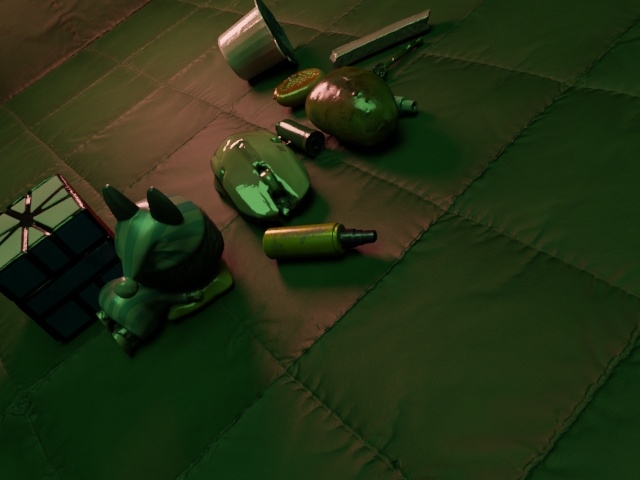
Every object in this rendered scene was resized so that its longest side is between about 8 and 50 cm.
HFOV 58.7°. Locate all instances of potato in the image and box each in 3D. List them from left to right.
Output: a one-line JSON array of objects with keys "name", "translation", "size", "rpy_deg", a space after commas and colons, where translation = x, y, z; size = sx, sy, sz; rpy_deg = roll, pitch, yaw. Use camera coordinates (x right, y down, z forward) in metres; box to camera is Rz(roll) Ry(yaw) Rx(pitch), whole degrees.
[{"name": "potato", "translation": [0.094, -0.367, 1.575], "size": [0.210, 0.173, 0.307], "rpy_deg": [-43, 48, -8]}]

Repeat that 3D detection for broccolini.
[{"name": "broccolini", "translation": [0.229, -0.574, 1.797], "size": [0.254, 0.057, 0.071], "rpy_deg": [-43, 87, -11]}]

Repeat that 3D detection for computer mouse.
[{"name": "computer mouse", "translation": [-0.189, -0.203, 1.587], "size": [0.228, 0.145, 0.429], "rpy_deg": [-33, 43, -9]}]

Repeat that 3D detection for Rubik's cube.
[{"name": "Rubik's cube", "translation": [-0.688, 0.039, 1.504], "size": [0.288, 0.283, 0.293], "rpy_deg": [-39, 40, -11]}]

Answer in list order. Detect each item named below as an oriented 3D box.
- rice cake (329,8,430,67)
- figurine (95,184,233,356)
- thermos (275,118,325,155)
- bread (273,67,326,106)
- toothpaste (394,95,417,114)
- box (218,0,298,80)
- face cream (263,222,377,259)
[{"name": "rice cake", "translation": [0.202, -0.668, 1.895], "size": [0.364, 0.056, 0.073], "rpy_deg": [-22, 37, 7]}, {"name": "figurine", "translation": [-0.427, 0.016, 1.326], "size": [0.361, 0.378, 0.266], "rpy_deg": [-43, 44, -18]}, {"name": "thermos", "translation": [-0.071, -0.306, 1.681], "size": [0.187, 0.073, 0.083], "rpy_deg": [33, 102, 45]}, {"name": "bread", "translation": [-0.065, -0.490, 1.849], "size": [0.189, 0.077, 0.114], "rpy_deg": [-31, 63, -5]}, {"name": "toothpaste", "translation": [0.158, -0.405, 1.678], "size": [0.296, 0.048, 0.075], "rpy_deg": [19, 66, 42]}, {"name": "box", "translation": [-0.228, -0.680, 2.027], "size": [0.206, 0.262, 0.291], "rpy_deg": [-29, 50, 17]}, {"name": "face cream", "translation": [0.000, 0.000, 1.339], "size": [0.273, 0.078, 0.078], "rpy_deg": [-4, 48, 24]}]
